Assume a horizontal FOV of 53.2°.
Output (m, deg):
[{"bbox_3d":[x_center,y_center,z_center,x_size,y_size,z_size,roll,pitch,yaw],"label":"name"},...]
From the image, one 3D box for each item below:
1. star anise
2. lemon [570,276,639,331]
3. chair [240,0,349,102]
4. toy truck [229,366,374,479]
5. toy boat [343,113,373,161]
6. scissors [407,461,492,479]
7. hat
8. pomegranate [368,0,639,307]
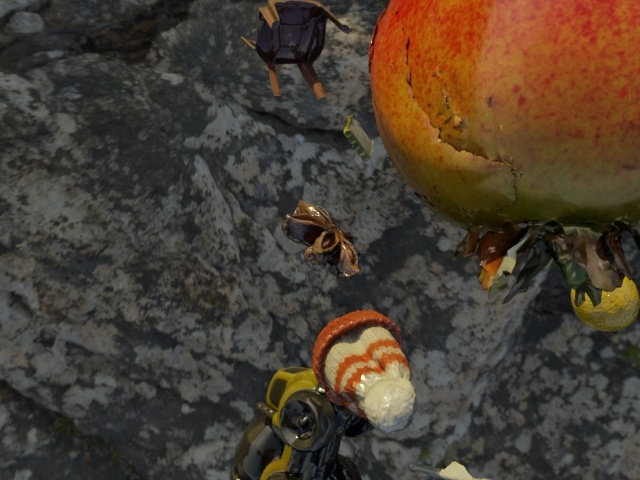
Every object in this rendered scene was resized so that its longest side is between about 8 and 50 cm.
[{"bbox_3d":[0.001,0.004,1.548,0.214,0.220,0.099,24,118,-12],"label":"star anise"},{"bbox_3d":[0.283,0.059,0.632,0.083,0.062,0.062,32,97,-30],"label":"lemon"},{"bbox_3d":[-0.071,-0.467,1.456,0.175,0.326,0.183,-4,130,-19],"label":"chair"},{"bbox_3d":[-0.034,0.261,0.838,0.147,0.165,0.225,3,105,-52],"label":"toy truck"},{"bbox_3d":[0.062,-0.166,1.028,0.016,0.115,0.063,-32,105,18],"label":"toy boat"},{"bbox_3d":[0.187,0.239,0.608,0.212,0.110,0.021,17,83,1],"label":"scissors"},{"bbox_3d":[0.053,0.142,0.640,0.093,0.162,0.112,28,96,-26],"label":"hat"},{"bbox_3d":[0.132,-0.083,0.364,0.210,0.210,0.235,6,78,-11],"label":"pomegranate"}]
